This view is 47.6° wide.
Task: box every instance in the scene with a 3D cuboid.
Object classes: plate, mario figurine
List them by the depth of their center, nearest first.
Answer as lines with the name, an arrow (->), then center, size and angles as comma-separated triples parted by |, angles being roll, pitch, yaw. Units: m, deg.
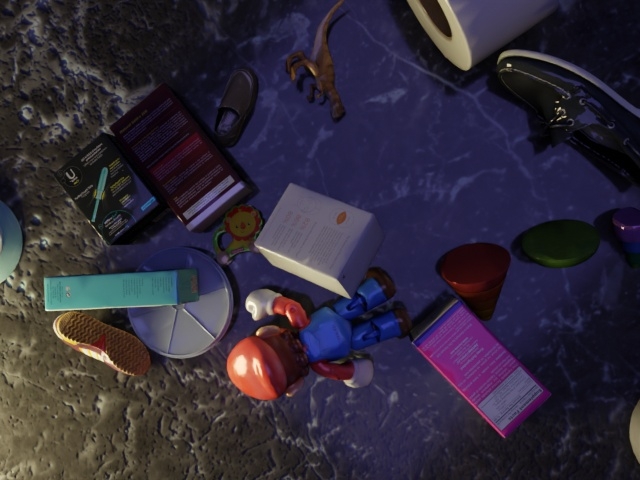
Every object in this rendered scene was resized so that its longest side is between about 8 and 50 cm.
mario figurine -> -0.013, 0.168, 1.277 | 0.320, 0.170, 0.198 | -24, 53, -6
plate -> -0.649, 0.002, 1.338 | 0.188, 0.024, 0.188 | 0, 95, -3

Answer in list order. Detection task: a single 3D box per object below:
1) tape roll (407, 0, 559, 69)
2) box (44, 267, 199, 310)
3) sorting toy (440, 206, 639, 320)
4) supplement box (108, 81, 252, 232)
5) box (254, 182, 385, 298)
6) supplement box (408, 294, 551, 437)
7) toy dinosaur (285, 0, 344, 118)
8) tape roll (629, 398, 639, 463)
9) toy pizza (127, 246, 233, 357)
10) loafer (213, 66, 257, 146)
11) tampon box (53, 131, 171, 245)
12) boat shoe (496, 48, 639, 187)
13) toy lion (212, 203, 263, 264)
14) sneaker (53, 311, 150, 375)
tape roll -> 0.243, -0.424, 1.168 | 0.169, 0.246, 0.246 | -34, 88, 5
box -> -0.344, 0.085, 1.263 | 0.244, 0.100, 0.060 | -4, 88, 10
sorting toy -> 0.395, 0.053, 1.250 | 0.365, 0.127, 0.126 | -16, 119, 2
supplement box -> -0.246, -0.144, 1.288 | 0.130, 0.073, 0.239 | -38, 85, 4
box -> 0.000, 0.000, 1.225 | 0.170, 0.091, 0.130 | 23, 74, 26
supplement box -> 0.267, 0.210, 1.239 | 0.114, 0.111, 0.220 | -43, 88, 3
toy dinosaur -> -0.002, -0.321, 1.288 | 0.112, 0.064, 0.211 | -8, 100, -13
tape roll -> 0.648, 0.334, 1.231 | 0.219, 0.072, 0.219 | 0, 91, 4
toy pizza -> -0.253, 0.112, 1.315 | 0.201, 0.032, 0.201 | 0, 90, 10
loafer -> -0.152, -0.240, 1.296 | 0.056, 0.050, 0.148 | 16, 92, 4
tampon box -> -0.363, -0.088, 1.288 | 0.120, 0.101, 0.161 | -39, 87, 3
boat shoe -> 0.432, -0.195, 1.215 | 0.340, 0.127, 0.113 | 30, 81, -6
toy lion -> -0.149, -0.014, 1.311 | 0.100, 0.034, 0.096 | -20, 82, 5
sneaker -> -0.395, 0.186, 1.318 | 0.185, 0.084, 0.069 | 37, 67, -20
